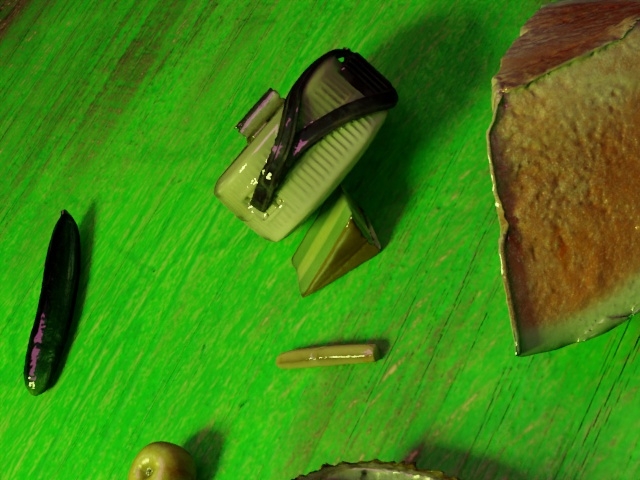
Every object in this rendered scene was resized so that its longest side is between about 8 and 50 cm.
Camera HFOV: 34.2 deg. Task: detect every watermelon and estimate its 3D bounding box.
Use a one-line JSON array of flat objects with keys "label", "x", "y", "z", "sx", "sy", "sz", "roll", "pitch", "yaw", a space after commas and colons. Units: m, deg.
[{"label": "watermelon", "x": 0.291, "y": -0.081, "z": 0.987, "sx": 0.222, "sy": 0.292, "sz": 0.319, "roll": -7, "pitch": 15, "yaw": 25}]

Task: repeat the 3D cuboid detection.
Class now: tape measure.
[{"label": "tape measure", "x": -0.011, "y": -0.134, "z": 1.234, "sx": 0.271, "sy": 0.133, "sz": 0.231, "roll": -48, "pitch": 6, "yaw": -6}]

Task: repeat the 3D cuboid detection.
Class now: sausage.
[{"label": "sausage", "x": 0.005, "y": 0.131, "z": 1.174, "sx": 0.132, "sy": 0.024, "sz": 0.024, "roll": -8, "pitch": 56, "yaw": 30}]

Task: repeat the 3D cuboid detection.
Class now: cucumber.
[{"label": "cucumber", "x": -0.371, "y": 0.084, "z": 1.458, "sx": 0.056, "sy": 0.056, "sz": 0.284, "roll": -15, "pitch": 56, "yaw": 27}]

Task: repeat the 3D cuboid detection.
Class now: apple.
[{"label": "apple", "x": -0.180, "y": 0.269, "z": 1.175, "sx": 0.084, "sy": 0.071, "sz": 0.084, "roll": -19, "pitch": 51, "yaw": 25}]

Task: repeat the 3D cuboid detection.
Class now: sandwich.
[{"label": "sandwich", "x": 0.000, "y": 0.000, "z": 1.234, "sx": 0.116, "sy": 0.074, "sz": 0.074, "roll": -32, "pitch": 46, "yaw": 12}]

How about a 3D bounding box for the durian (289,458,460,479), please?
[{"label": "durian", "x": 0.061, "y": 0.296, "z": 0.932, "sx": 0.237, "sy": 0.193, "sz": 0.138, "roll": 6, "pitch": 106, "yaw": 50}]
